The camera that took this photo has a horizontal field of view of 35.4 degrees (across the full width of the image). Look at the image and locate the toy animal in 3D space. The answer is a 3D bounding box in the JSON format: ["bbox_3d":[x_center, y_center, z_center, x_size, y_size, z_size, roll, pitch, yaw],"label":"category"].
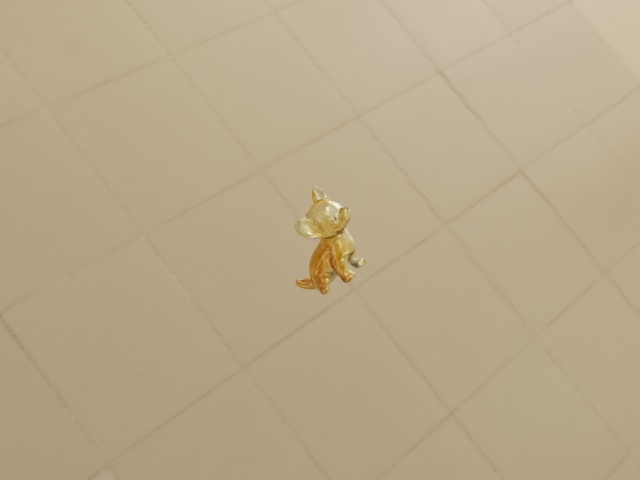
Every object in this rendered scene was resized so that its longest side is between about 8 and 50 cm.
[{"bbox_3d":[0.000,0.000,0.896,0.083,0.081,0.060,61,37,-14],"label":"toy animal"}]
